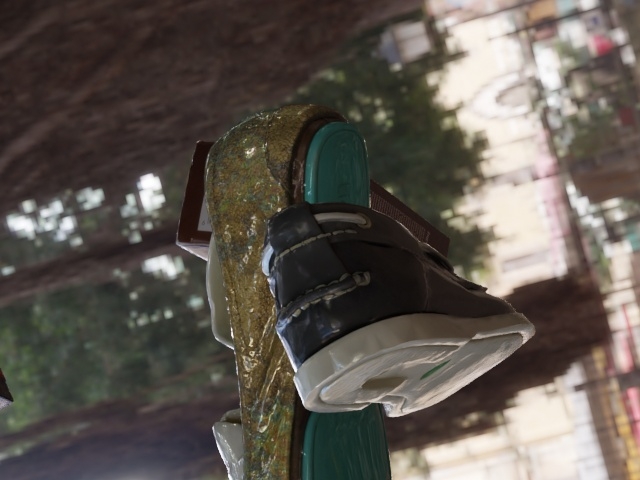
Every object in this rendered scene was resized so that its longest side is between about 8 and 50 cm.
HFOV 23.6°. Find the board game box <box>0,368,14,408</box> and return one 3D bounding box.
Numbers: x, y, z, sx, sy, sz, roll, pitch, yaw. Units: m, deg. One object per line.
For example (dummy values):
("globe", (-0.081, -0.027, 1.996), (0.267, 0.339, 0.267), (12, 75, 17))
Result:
("board game box", (-0.329, 0.062, 1.228), (0.194, 0.060, 0.194), (50, -162, -50))

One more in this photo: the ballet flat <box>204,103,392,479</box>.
("ballet flat", (-0.021, 0.087, 0.993), (0.123, 0.123, 0.348), (-23, -70, -79))

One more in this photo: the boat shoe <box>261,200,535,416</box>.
("boat shoe", (0.038, 0.031, 0.692), (0.079, 0.084, 0.233), (60, -167, 18))

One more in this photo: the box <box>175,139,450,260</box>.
("box", (0.000, 0.000, 1.917), (0.381, 0.191, 0.143), (29, -111, -59))
